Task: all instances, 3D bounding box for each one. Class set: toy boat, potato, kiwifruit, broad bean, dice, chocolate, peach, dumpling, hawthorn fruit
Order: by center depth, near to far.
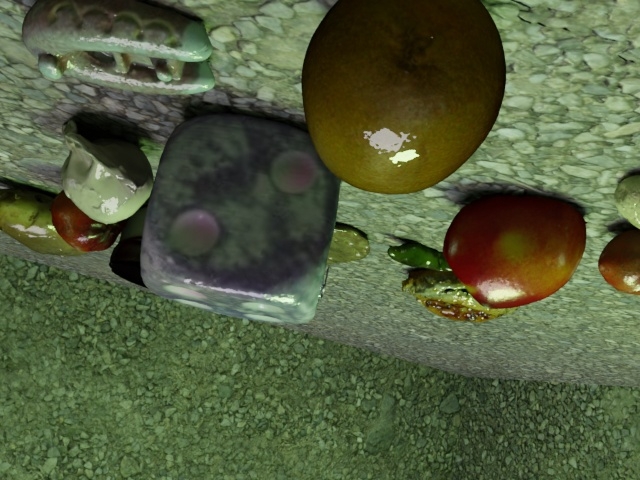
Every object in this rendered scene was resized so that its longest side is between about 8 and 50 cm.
[{"bbox_3d":[0.075,-0.142,0.718,0.196,0.195,0.234,10,173,7],"label":"kiwifruit"},{"bbox_3d":[-0.241,-0.219,0.889,0.228,0.085,0.155,12,167,-3],"label":"toy boat"},{"bbox_3d":[-0.115,-0.025,1.170,0.271,0.270,0.270,11,166,-1],"label":"dice"},{"bbox_3d":[0.322,0.003,1.236,0.190,0.226,0.196,53,-173,-22],"label":"peach"},{"bbox_3d":[0.527,0.037,1.238,0.128,0.128,0.128,11,166,3],"label":"hawthorn fruit"},{"bbox_3d":[-0.385,-0.125,1.304,0.193,0.147,0.258,45,166,-7],"label":"dumpling"},{"bbox_3d":[0.226,0.037,1.614,0.195,0.046,0.061,11,155,-16],"label":"broad bean"},{"bbox_3d":[-0.522,-0.056,1.636,0.194,0.157,0.157,10,167,33],"label":"hawthorn fruit"},{"bbox_3d":[-0.332,0.019,1.711,0.284,0.186,0.283,17,166,4],"label":"chocolate"},{"bbox_3d":[-0.681,-0.043,1.846,0.296,0.141,0.192,26,158,-38],"label":"potato"}]

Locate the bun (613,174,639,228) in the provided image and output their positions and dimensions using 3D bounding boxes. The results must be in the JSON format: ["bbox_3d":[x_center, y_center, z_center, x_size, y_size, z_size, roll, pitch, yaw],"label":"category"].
[{"bbox_3d":[0.464,-0.046,1.036,0.115,0.069,0.115,13,166,3],"label":"bun"}]

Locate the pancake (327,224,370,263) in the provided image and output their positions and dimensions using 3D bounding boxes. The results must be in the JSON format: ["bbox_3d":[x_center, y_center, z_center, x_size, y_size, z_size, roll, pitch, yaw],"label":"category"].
[{"bbox_3d":[0.000,0.000,1.657,0.242,0.050,0.242,3,163,1],"label":"pancake"}]

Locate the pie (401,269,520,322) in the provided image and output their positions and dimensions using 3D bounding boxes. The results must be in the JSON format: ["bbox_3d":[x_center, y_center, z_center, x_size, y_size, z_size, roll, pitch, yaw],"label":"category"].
[{"bbox_3d":[0.347,0.137,1.836,0.308,0.085,0.308,12,166,3],"label":"pie"}]
